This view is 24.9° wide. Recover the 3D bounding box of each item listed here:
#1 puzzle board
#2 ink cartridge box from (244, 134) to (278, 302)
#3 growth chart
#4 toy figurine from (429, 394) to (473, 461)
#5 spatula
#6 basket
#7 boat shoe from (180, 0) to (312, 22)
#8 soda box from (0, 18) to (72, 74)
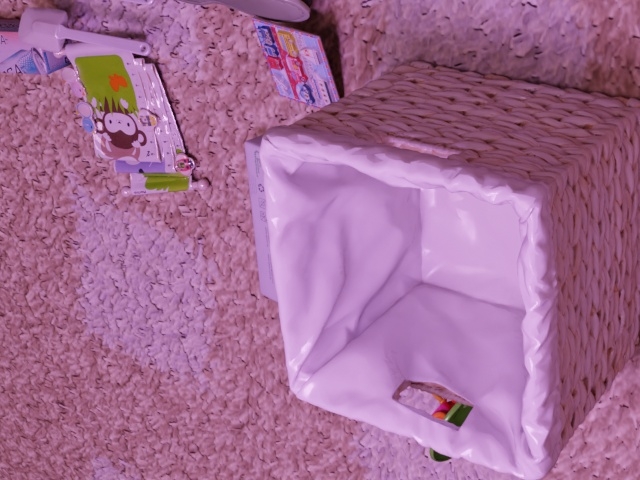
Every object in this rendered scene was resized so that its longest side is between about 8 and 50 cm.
[{"bbox_3d":[-0.026,-0.200,1.686,0.096,0.011,0.128,22,151,31],"label":"puzzle board"},{"bbox_3d":[0.000,0.000,1.766,0.224,0.045,0.223,26,131,44],"label":"ink cartridge box"},{"bbox_3d":[-0.256,-0.162,1.922,0.172,0.021,0.237,-10,111,36],"label":"growth chart"},{"bbox_3d":[0.135,0.148,1.734,0.159,0.130,0.173,41,114,27],"label":"toy figurine"},{"bbox_3d":[-0.292,-0.315,1.844,0.242,0.019,0.168,15,97,32],"label":"spatula"},{"bbox_3d":[0.150,0.018,1.515,0.328,0.266,0.331,15,123,35],"label":"basket"},{"bbox_3d":[-0.098,-0.307,1.673,0.228,0.068,0.081,18,165,32],"label":"boat shoe"},{"bbox_3d":[-0.422,-0.268,1.994,0.183,0.058,0.063,8,120,39],"label":"soda box"}]
